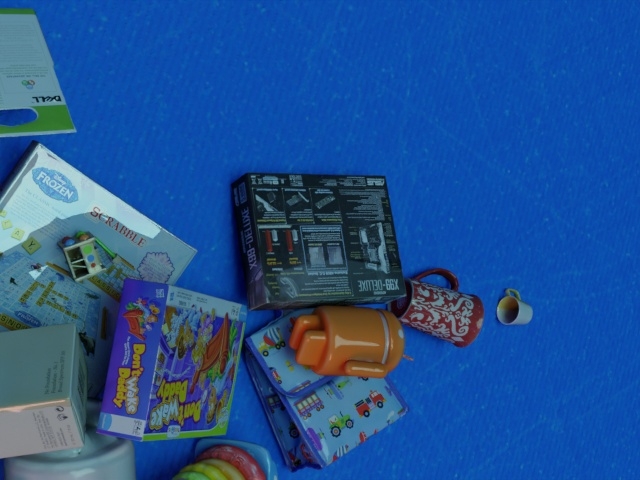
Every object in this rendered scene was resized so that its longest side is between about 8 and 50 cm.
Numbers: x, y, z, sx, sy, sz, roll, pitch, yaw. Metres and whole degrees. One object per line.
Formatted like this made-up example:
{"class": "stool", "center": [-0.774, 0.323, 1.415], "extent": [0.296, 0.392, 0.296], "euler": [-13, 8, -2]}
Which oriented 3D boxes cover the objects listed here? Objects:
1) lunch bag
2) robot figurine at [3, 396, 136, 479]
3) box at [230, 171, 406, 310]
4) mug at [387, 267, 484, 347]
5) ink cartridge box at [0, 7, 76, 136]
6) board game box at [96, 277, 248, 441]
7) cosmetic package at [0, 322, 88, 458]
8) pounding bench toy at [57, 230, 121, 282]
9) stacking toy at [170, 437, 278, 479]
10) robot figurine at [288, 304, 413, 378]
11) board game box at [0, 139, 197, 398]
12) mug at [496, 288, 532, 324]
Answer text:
{"class": "lunch bag", "center": [-0.010, 0.248, 1.925], "extent": [0.221, 0.138, 0.293], "euler": [-27, 90, -31]}
{"class": "robot figurine", "center": [-0.387, 0.425, 1.618], "extent": [0.300, 0.199, 0.354], "euler": [-14, 104, -57]}
{"class": "box", "center": [0.000, 0.000, 1.908], "extent": [0.307, 0.076, 0.243], "euler": [-2, 75, -32]}
{"class": "mug", "center": [0.223, 0.131, 2.083], "extent": [0.169, 0.150, 0.113], "euler": [18, 116, -26]}
{"class": "ink cartridge box", "center": [-0.497, -0.228, 1.549], "extent": [0.188, 0.097, 0.255], "euler": [-7, 59, -31]}
{"class": "board game box", "center": [-0.229, 0.199, 1.677], "extent": [0.347, 0.078, 0.233], "euler": [28, 70, -72]}
{"class": "cosmetic package", "center": [-0.502, 0.228, 1.496], "extent": [0.309, 0.160, 0.113], "euler": [-7, 130, -5]}
{"class": "pounding bench toy", "center": [-0.357, 0.016, 1.604], "extent": [0.083, 0.052, 0.065], "euler": [-22, 109, -20]}
{"class": "stacking toy", "center": [-0.209, 0.434, 1.689], "extent": [0.302, 0.165, 0.175], "euler": [1, 91, -63]}
{"class": "robot figurine", "center": [0.057, 0.179, 1.850], "extent": [0.219, 0.158, 0.128], "euler": [5, 85, -23]}
{"class": "board game box", "center": [-0.415, 0.058, 1.654], "extent": [0.318, 0.066, 0.318], "euler": [37, 84, -27]}
{"class": "mug", "center": [0.425, 0.147, 2.219], "extent": [0.064, 0.062, 0.078], "euler": [14, 89, -39]}
